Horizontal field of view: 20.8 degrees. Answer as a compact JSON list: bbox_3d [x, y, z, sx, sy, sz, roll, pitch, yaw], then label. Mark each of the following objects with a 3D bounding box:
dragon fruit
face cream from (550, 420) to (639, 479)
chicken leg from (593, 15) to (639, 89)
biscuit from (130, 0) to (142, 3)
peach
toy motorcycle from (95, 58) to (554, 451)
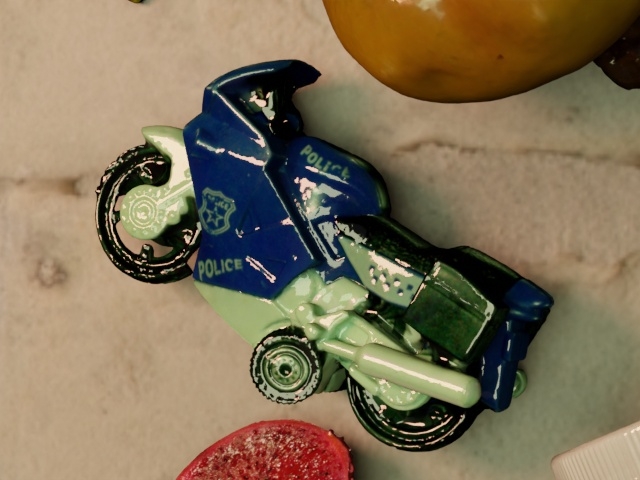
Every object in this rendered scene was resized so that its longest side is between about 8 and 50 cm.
[{"bbox_3d":[-0.032,0.211,1.196,0.153,0.153,0.111,-11,128,19],"label":"dragon fruit"},{"bbox_3d":[0.261,0.179,1.024,0.201,0.201,0.187,-25,79,18],"label":"face cream"},{"bbox_3d":[0.269,-0.053,1.079,0.304,0.113,0.093,49,118,20],"label":"chicken leg"},{"bbox_3d":[-0.232,-0.276,1.292,0.292,0.026,0.048,40,107,15],"label":"biscuit"},{"bbox_3d":[0.110,-0.201,1.074,0.251,0.153,0.251,-25,52,35],"label":"peach"},{"bbox_3d":[0.000,0.000,1.167,0.331,0.125,0.196,32,102,21],"label":"toy motorcycle"}]
